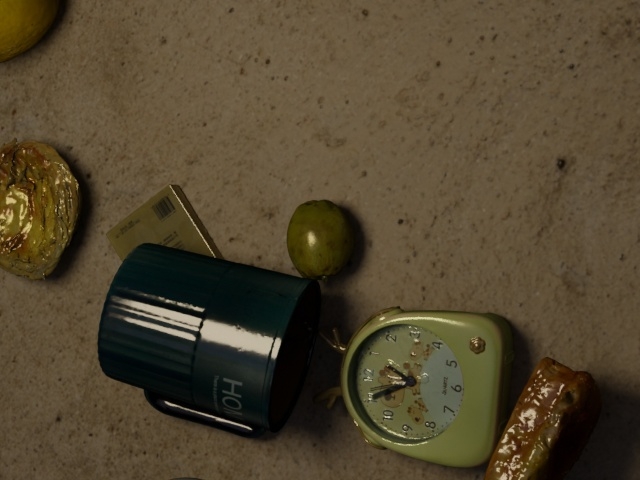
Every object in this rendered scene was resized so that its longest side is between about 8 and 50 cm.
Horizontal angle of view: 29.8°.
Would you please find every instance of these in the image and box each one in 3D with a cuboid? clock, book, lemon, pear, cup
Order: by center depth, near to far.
[{"bbox_3d":[0.138,0.212,1.855,0.308,0.096,0.235,7,97,20],"label":"clock"},{"bbox_3d":[0.000,0.000,1.891,0.107,0.107,0.131,-12,87,21],"label":"pear"},{"bbox_3d":[-0.170,0.154,1.901,0.292,0.308,0.242,14,72,11],"label":"cup"},{"bbox_3d":[-0.547,-0.418,1.999,0.219,0.240,0.240,-16,88,12],"label":"lemon"},{"bbox_3d":[-0.245,0.041,2.027,0.161,0.026,0.230,-35,82,20],"label":"book"}]

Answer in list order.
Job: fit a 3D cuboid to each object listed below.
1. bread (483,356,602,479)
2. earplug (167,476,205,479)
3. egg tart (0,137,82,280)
[{"bbox_3d":[0.285,0.356,1.712,0.109,0.185,0.380,25,83,17],"label":"bread"},{"bbox_3d":[-0.207,0.548,1.969,0.214,0.175,0.325,-8,91,23],"label":"earplug"},{"bbox_3d":[-0.491,-0.053,2.082,0.232,0.098,0.252,-13,85,28],"label":"egg tart"}]
